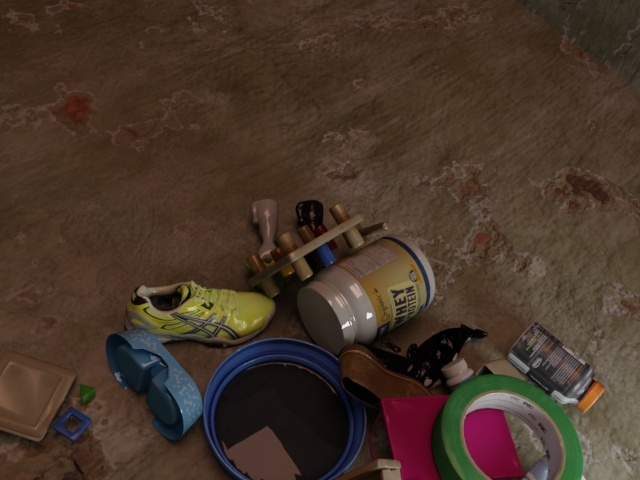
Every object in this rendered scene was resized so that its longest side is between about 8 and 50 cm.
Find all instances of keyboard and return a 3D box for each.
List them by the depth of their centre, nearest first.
[{"bbox_3d":[0.155,0.295,1.842,0.180,0.108,0.023,22,19,-33],"label":"keyboard"}]

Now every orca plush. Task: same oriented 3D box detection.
[{"bbox_3d":[0.334,0.293,1.923,0.287,0.102,0.151,-20,59,-26],"label":"orca plush"}]

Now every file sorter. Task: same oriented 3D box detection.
[{"bbox_3d":[0.276,0.493,1.700,0.290,0.182,0.202,0,51,-14],"label":"file sorter"}]

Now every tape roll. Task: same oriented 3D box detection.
[{"bbox_3d":[0.405,0.451,1.595,0.320,0.077,0.321,7,50,-9],"label":"tape roll"}]

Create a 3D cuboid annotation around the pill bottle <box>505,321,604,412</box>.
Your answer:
[{"bbox_3d":[0.624,0.341,1.934,0.245,0.130,0.130,41,55,19],"label":"pill bottle"}]

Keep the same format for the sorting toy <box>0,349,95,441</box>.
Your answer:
[{"bbox_3d":[-0.682,0.358,1.674,0.347,0.047,0.196,18,46,1],"label":"sorting toy"}]

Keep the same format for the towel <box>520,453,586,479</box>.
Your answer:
[{"bbox_3d":[0.509,0.607,1.618,0.285,0.034,0.209,-29,90,-35],"label":"towel"}]

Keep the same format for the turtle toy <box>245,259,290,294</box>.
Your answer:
[{"bbox_3d":[-0.150,0.096,1.980,0.095,0.066,0.130,-42,100,-36],"label":"turtle toy"}]

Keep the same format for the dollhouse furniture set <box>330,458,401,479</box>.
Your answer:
[{"bbox_3d":[-0.018,0.570,1.427,0.394,0.362,0.257,15,51,-34],"label":"dollhouse furniture set"}]

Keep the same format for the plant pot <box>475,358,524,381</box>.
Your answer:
[{"bbox_3d":[0.463,0.371,1.896,0.096,0.109,0.109,-22,59,-42],"label":"plant pot"}]

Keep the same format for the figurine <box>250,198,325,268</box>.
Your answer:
[{"bbox_3d":[-0.090,-0.012,2.082,0.214,0.092,0.210,1,56,-11],"label":"figurine"}]

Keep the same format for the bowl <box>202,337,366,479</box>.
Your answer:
[{"bbox_3d":[-0.087,0.419,1.743,0.390,0.077,0.391,7,52,-8],"label":"bowl"}]

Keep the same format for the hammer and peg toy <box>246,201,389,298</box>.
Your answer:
[{"bbox_3d":[0.000,0.000,1.897,0.361,0.266,0.127,-30,89,-34],"label":"hammer and peg toy"}]

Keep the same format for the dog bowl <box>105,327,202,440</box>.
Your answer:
[{"bbox_3d":[-0.385,0.323,1.701,0.297,0.166,0.074,43,44,20],"label":"dog bowl"}]

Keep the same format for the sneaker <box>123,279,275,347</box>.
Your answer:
[{"bbox_3d":[-0.295,0.178,1.840,0.384,0.147,0.145,-4,51,-19],"label":"sneaker"}]

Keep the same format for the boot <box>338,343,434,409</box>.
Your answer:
[{"bbox_3d":[0.164,0.377,1.763,0.305,0.112,0.115,34,31,-18],"label":"boot"}]

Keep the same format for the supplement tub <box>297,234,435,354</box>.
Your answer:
[{"bbox_3d":[0.119,0.142,1.912,0.316,0.228,0.228,-27,62,-29],"label":"supplement tub"}]

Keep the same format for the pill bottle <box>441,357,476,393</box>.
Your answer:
[{"bbox_3d":[0.367,0.372,1.853,0.078,0.078,0.137,-29,88,-30],"label":"pill bottle"}]
